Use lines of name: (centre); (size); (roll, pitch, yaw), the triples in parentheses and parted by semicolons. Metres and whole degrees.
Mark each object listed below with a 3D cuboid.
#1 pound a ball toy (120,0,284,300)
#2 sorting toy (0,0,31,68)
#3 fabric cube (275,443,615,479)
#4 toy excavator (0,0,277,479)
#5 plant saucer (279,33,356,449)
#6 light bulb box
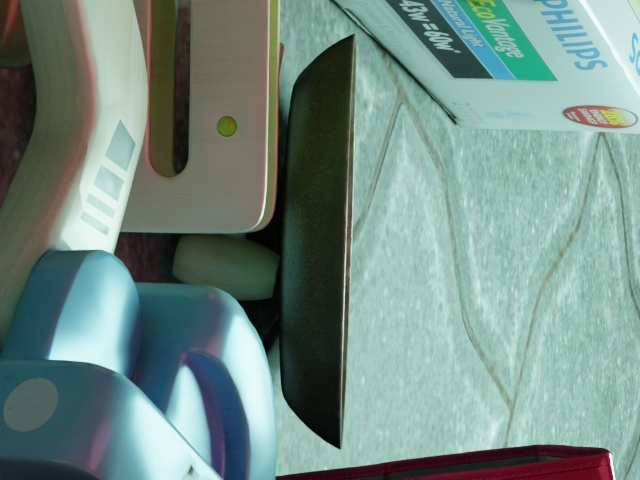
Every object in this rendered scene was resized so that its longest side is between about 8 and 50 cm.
pound a ball toy: (-0.094, -0.117, 0.936); (0.208, 0.135, 0.319); (-39, 131, -88)
sorting toy: (-0.213, -0.269, 0.760); (0.229, 0.041, 0.307); (24, 70, -57)
fabric cube: (0.069, 0.282, 0.979); (0.254, 0.259, 0.258); (102, -19, -82)
toy excavator: (-0.137, 0.039, 0.745); (0.433, 0.222, 0.445); (60, 35, -50)
plant saucer: (0.000, 0.000, 1.082); (0.310, 0.050, 0.311); (2, 90, -89)
light bulb box: (0.199, -0.327, 1.365); (0.358, 0.225, 0.361); (33, 63, -61)
